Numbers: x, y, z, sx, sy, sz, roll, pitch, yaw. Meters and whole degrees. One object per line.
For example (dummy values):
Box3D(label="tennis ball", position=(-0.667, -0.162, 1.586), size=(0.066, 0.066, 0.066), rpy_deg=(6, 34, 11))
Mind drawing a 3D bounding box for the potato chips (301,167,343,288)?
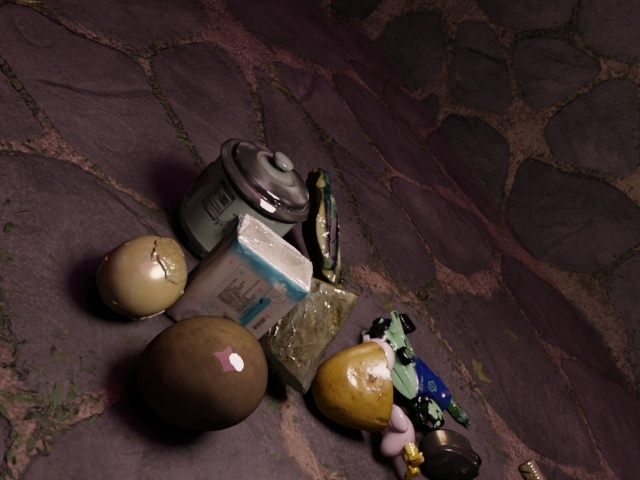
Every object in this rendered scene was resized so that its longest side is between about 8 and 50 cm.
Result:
Box3D(label="potato chips", position=(0.000, 0.000, 1.913), size=(0.070, 0.358, 0.429), rpy_deg=(-6, 57, -8))

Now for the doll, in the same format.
Box3D(label="doll", position=(0.153, 0.379, 1.801), size=(0.094, 0.160, 0.365), rpy_deg=(-10, 53, -8))

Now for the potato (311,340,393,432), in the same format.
Box3D(label="potato", position=(0.058, 0.338, 1.714), size=(0.158, 0.203, 0.178), rpy_deg=(-3, 12, -27))

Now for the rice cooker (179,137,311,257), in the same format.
Box3D(label="rice cooker", position=(-0.174, -0.093, 1.801), size=(0.264, 0.316, 0.316), rpy_deg=(35, 30, -21))

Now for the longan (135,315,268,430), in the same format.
Box3D(label="longan", position=(-0.212, 0.246, 1.410), size=(0.246, 0.215, 0.246), rpy_deg=(25, -8, 4))

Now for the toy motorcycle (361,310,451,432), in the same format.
Box3D(label="toy motorcycle", position=(0.237, 0.347, 1.980), size=(0.196, 0.125, 0.331), rpy_deg=(10, 47, -60))

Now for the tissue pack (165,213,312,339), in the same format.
Box3D(label="tissue pack", position=(-0.167, 0.101, 1.582), size=(0.201, 0.271, 0.124), rpy_deg=(40, 28, -13))

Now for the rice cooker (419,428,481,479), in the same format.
Box3D(label="rice cooker", position=(0.316, 0.530, 1.853), size=(0.165, 0.112, 0.106), rpy_deg=(32, 24, -36))

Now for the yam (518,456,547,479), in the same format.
Box3D(label="yam", position=(0.610, 0.679, 2.126), size=(0.054, 0.054, 0.132), rpy_deg=(2, 51, -53))

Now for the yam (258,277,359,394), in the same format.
Box3D(label="yam", position=(-0.036, 0.191, 1.650), size=(0.154, 0.254, 0.154), rpy_deg=(31, -6, 4))

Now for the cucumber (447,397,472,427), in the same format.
Box3D(label="cucumber", position=(0.368, 0.462, 2.095), size=(0.155, 0.037, 0.037), rpy_deg=(48, 28, 4))

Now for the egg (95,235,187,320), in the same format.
Box3D(label="egg", position=(-0.348, 0.070, 1.493), size=(0.164, 0.164, 0.201), rpy_deg=(49, 32, 5))
